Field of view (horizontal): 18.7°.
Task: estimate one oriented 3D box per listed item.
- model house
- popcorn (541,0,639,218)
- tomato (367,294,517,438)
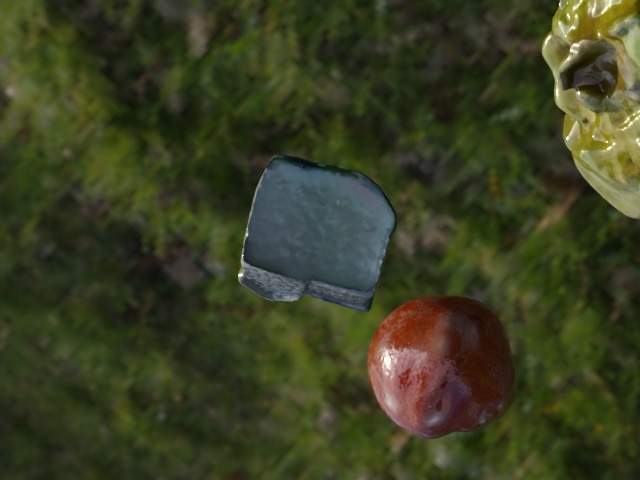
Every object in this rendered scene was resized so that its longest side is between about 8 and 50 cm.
[{"bbox_3d":[0.000,0.000,1.379,0.100,0.088,0.100,15,167,2],"label":"model house"},{"bbox_3d":[0.420,-0.206,2.332,0.292,0.293,0.334,38,163,25],"label":"popcorn"},{"bbox_3d":[0.150,0.144,2.237,0.187,0.151,0.187,14,-165,-4],"label":"tomato"}]
